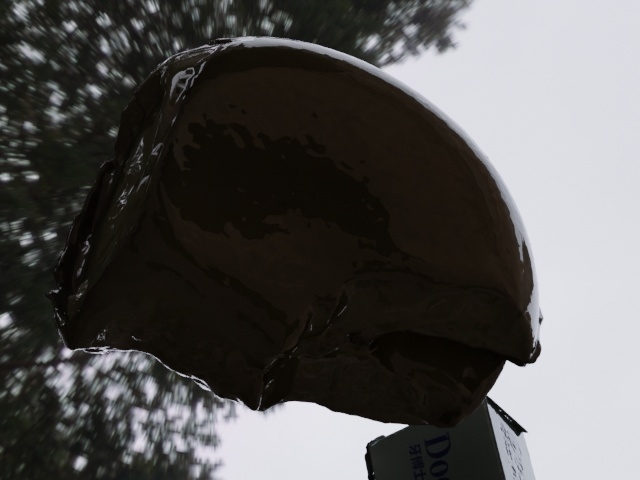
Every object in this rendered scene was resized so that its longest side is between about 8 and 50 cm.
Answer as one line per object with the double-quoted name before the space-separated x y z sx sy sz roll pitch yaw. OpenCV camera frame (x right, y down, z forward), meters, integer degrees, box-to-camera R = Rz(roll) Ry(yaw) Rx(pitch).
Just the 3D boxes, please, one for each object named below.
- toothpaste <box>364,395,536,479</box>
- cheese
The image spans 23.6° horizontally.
"toothpaste" 0.095 0.229 0.792 0.089 0.312 0.071 -29 -45 20
"cheese" 0.000 0.000 0.651 0.202 0.091 0.175 22 -127 -4
